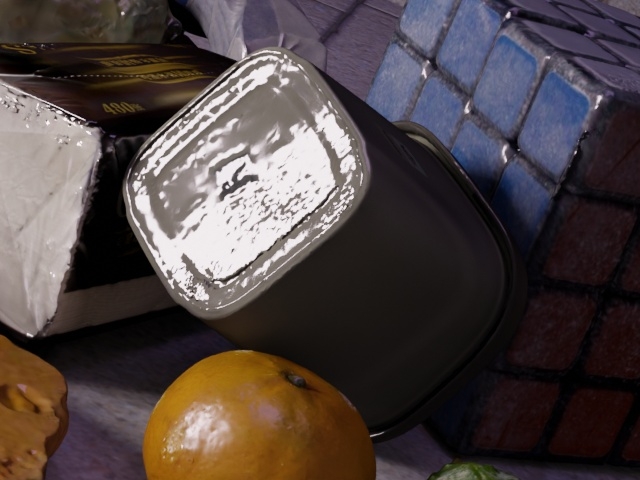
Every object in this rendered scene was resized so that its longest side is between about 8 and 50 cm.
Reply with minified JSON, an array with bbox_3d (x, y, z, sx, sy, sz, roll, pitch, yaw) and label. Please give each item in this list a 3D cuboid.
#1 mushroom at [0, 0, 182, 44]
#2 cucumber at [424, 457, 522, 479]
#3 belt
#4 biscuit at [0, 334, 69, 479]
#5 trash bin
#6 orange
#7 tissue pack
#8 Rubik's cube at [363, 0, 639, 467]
[{"bbox_3d":[-0.316,-0.237,1.567,0.344,0.247,0.130,29,7,-10],"label":"mushroom"},{"bbox_3d":[0.108,0.207,1.041,0.134,0.134,0.244,17,16,-12],"label":"cucumber"},{"bbox_3d":[-0.130,-0.199,1.728,0.117,0.212,0.347,8,19,-37],"label":"belt"},{"bbox_3d":[-0.291,0.099,1.003,0.269,0.051,0.376,13,19,-15],"label":"biscuit"},{"bbox_3d":[0.000,0.000,1.177,0.220,0.219,0.250,55,11,33],"label":"trash bin"},{"bbox_3d":[-0.039,0.140,1.057,0.156,0.124,0.156,16,21,-6],"label":"orange"},{"bbox_3d":[-0.154,-0.048,1.319,0.210,0.198,0.370,21,17,27],"label":"tissue pack"},{"bbox_3d":[0.236,-0.023,1.444,0.344,0.344,0.337,11,23,-31],"label":"Rubik's cube"}]
